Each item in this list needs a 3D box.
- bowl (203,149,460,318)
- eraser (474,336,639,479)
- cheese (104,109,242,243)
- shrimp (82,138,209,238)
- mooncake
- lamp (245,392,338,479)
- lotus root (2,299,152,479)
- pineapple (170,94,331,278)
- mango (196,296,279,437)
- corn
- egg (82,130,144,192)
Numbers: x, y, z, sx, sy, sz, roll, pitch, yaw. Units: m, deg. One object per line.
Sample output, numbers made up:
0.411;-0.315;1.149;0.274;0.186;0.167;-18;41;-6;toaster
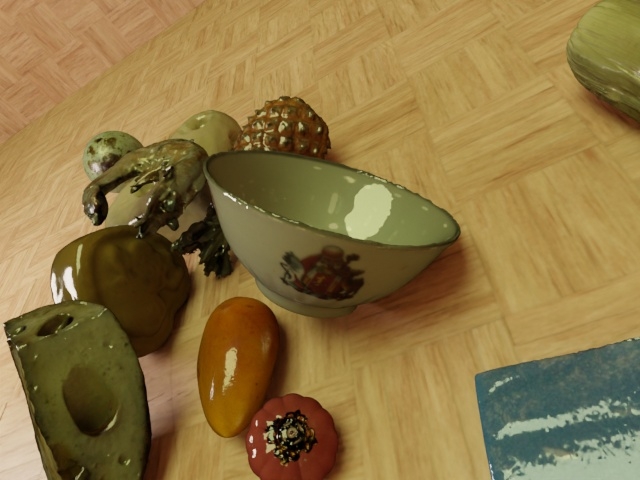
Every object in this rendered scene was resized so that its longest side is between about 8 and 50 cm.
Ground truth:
0.000;0.000;0.655;0.337;0.337;0.158;44;125;51;bowl
0.295;0.152;0.408;0.311;0.043;0.144;-19;43;24;eraser
-0.332;-0.132;1.100;0.328;0.129;0.351;-22;45;18;cheese
-0.314;-0.096;0.868;0.246;0.085;0.360;-16;35;-3;shrimp
-0.341;0.078;0.843;0.117;0.235;0.235;-13;46;31;mooncake
-0.032;0.231;0.556;0.107;0.092;0.108;2;55;-3;lamp
-0.338;0.242;0.702;0.142;0.314;0.210;-16;3;-39;lotus root
-0.132;-0.100;0.892;0.361;0.175;0.175;-48;40;-11;pineapple
-0.122;0.169;0.678;0.141;0.102;0.217;-30;38;22;mango
0.423;-0.200;0.574;0.123;0.122;0.305;-35;41;8;corn
-0.566;-0.221;1.347;0.169;0.169;0.231;-42;30;-2;egg
